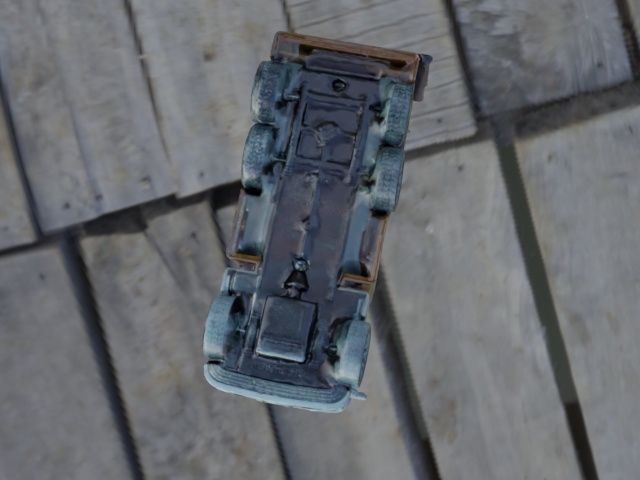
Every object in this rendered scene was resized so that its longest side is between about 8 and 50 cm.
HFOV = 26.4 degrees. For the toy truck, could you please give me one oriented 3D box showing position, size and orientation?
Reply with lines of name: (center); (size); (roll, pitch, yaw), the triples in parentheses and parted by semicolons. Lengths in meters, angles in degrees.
toy truck: (-0.001, 0.000, 0.676); (0.080, 0.115, 0.177); (11, 75, 6)
